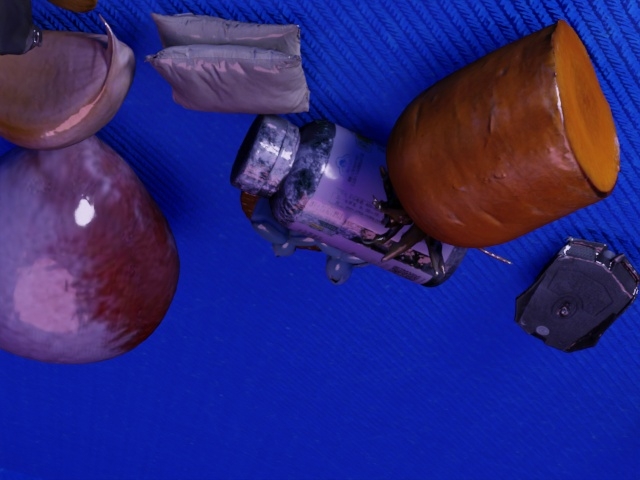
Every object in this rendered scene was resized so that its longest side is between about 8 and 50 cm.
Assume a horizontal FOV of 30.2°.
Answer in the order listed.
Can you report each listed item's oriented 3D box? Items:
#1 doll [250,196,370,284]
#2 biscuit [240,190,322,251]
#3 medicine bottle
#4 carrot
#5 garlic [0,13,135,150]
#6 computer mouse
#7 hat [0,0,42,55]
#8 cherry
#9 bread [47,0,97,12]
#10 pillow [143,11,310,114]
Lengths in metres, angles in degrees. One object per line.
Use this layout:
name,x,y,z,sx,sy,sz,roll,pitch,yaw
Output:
doll,0.000,0.000,1.602,0.159,0.059,0.158,1,146,20
biscuit,-0.018,-0.042,1.626,0.188,0.027,0.188,11,149,6
medicine bottle,0.039,-0.057,1.457,0.293,0.141,0.141,23,150,-13
carrot,0.185,-0.092,1.275,0.214,0.193,0.331,12,153,-41
garlic,-0.317,-0.192,1.409,0.245,0.145,0.164,1,133,28
computer mouse,0.344,0.066,1.596,0.126,0.071,0.231,30,140,3
hat,-0.456,-0.342,1.192,0.366,0.257,0.381,-145,38,-64
cherry,-0.369,0.012,1.648,0.326,0.291,0.335,-7,135,21
bread,-0.287,-0.318,1.261,0.149,0.065,0.187,32,162,1
pillow,-0.097,-0.196,1.353,0.181,0.078,0.134,5,152,12
